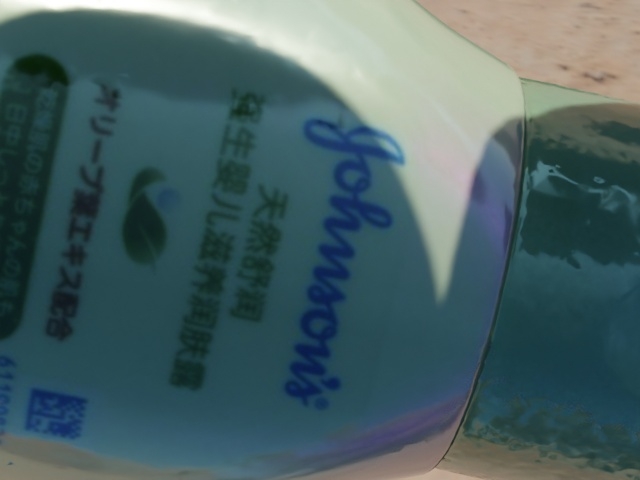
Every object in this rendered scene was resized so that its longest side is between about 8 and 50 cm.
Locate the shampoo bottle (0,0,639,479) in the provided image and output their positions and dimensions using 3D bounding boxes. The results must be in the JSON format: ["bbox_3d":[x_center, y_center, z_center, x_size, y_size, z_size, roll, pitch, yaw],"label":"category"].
[{"bbox_3d":[0.000,0.000,0.609,0.349,0.151,0.222,13,95,-7],"label":"shampoo bottle"}]
